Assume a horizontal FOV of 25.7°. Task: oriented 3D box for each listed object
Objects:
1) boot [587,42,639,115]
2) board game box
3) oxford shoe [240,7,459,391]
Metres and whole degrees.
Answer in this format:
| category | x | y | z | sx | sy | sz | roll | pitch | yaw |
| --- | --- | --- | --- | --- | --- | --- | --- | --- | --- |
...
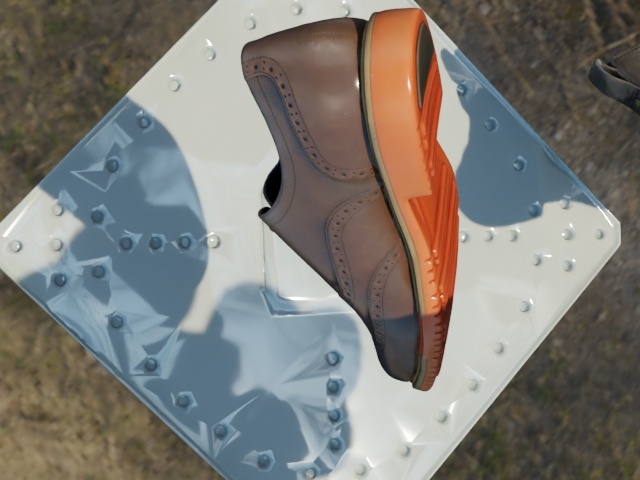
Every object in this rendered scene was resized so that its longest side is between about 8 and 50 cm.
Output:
| category | x | y | z | sx | sy | sz | roll | pitch | yaw |
| --- | --- | --- | --- | --- | --- | --- | --- | --- | --- |
| boot | 0.352 | -0.084 | 1.010 | 0.091 | 0.263 | 0.229 | 104 | 151 | -45 |
| board game box | 0.000 | 0.000 | 1.144 | 0.390 | 0.390 | 0.050 | 45 | 165 | -12 |
| oxford shoe | 0.022 | -0.015 | 0.771 | 0.098 | 0.097 | 0.271 | 0 | 136 | 12 |
